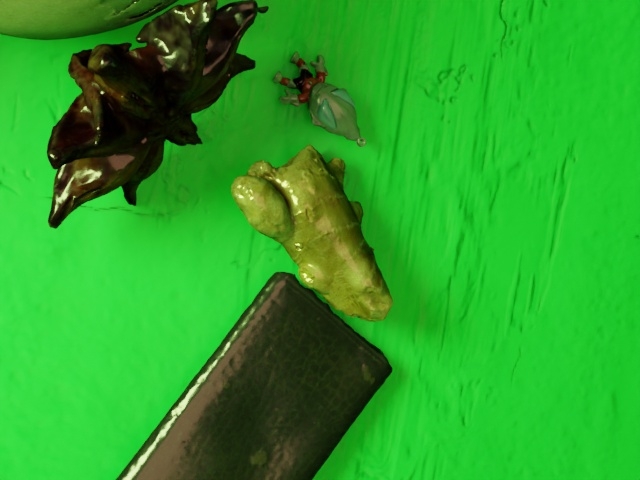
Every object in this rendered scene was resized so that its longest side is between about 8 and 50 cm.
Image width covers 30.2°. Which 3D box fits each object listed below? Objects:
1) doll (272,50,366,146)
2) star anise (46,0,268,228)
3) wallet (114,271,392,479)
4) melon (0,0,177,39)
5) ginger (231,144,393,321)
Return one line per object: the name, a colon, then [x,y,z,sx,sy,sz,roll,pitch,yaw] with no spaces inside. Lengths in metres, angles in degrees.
doll: [0.007,-0.136,1.172,0.114,0.039,0.057,43,47,-8]
star anise: [-0.161,-0.129,1.035,0.272,0.272,0.102,-43,79,-11]
wallet: [-0.077,0.200,1.176,0.170,0.044,0.321,41,79,-19]
melon: [-0.202,-0.300,0.957,0.330,0.268,0.268,-34,106,-2]
ginger: [0.000,-0.013,1.164,0.081,0.115,0.205,-30,116,26]
